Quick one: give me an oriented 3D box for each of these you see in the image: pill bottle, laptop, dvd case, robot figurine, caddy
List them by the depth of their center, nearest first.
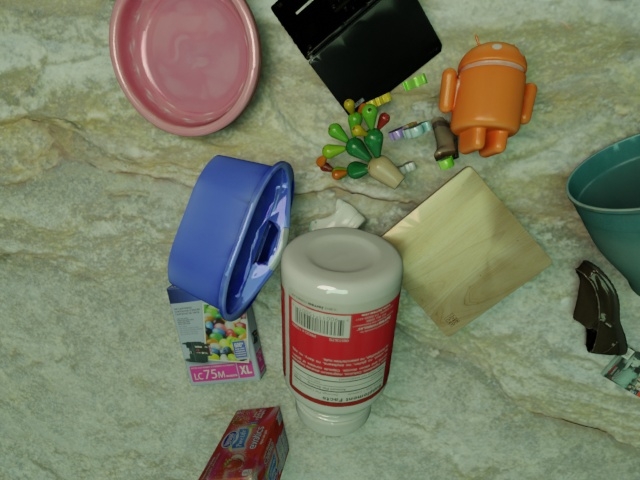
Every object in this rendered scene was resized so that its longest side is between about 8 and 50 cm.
[{"bbox_3d":[0.314,-0.272,0.824,0.158,0.128,0.219,7,90,30],"label":"robot figurine"},{"bbox_3d":[-0.154,-0.008,0.892,0.179,0.241,0.341,19,89,10],"label":"caddy"},{"bbox_3d":[0.035,0.197,0.896,0.229,0.229,0.407,6,120,8],"label":"pill bottle"},{"bbox_3d":[0.071,-0.438,0.896,0.234,0.137,0.264,-36,69,14],"label":"laptop"},{"bbox_3d":[0.692,0.291,0.951,0.120,0.013,0.087,29,105,1],"label":"dvd case"}]

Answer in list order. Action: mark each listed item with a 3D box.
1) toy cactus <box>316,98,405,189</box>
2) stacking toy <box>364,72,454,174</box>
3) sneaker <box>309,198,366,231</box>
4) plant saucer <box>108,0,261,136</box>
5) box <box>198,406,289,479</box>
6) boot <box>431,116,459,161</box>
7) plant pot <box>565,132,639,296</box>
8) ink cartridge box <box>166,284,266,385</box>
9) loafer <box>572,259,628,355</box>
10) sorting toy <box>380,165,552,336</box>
[{"bbox_3d":[0.091,-0.173,0.875,0.180,0.112,0.219,40,138,5],"label":"toy cactus"},{"bbox_3d":[0.162,-0.206,0.827,0.052,0.221,0.166,-26,102,-9],"label":"stacking toy"},{"bbox_3d":[0.000,0.000,0.977,0.094,0.080,0.212,45,99,11],"label":"sneaker"},{"bbox_3d":[-0.270,-0.387,0.906,0.333,0.084,0.331,5,111,14],"label":"plant saucer"},{"bbox_3d":[-0.165,0.513,1.007,0.123,0.257,0.128,-10,100,9],"label":"box"},{"bbox_3d":[0.241,-0.204,0.867,0.042,0.118,0.086,-21,84,32],"label":"boot"},{"bbox_3d":[0.626,-0.031,0.777,0.272,0.271,0.255,-28,110,13],"label":"plant pot"},{"bbox_3d":[-0.255,0.195,1.058,0.186,0.065,0.310,-8,99,10],"label":"ink cartridge box"},{"bbox_3d":[0.567,0.148,0.905,0.079,0.080,0.219,-20,98,12],"label":"loafer"},{"bbox_3d":[0.284,0.020,0.919,0.257,0.089,0.255,-41,93,15],"label":"sorting toy"}]
